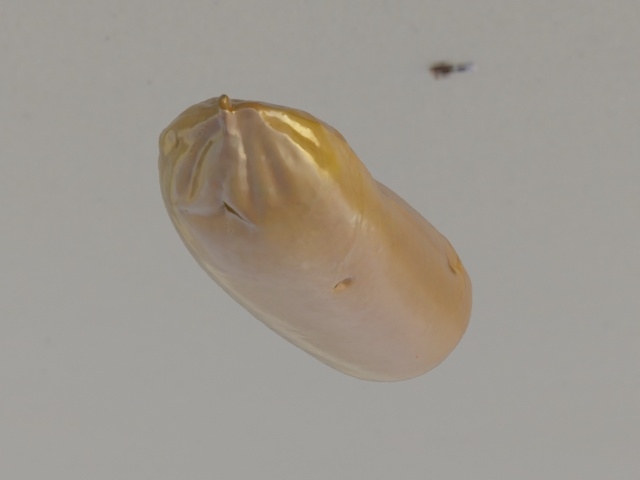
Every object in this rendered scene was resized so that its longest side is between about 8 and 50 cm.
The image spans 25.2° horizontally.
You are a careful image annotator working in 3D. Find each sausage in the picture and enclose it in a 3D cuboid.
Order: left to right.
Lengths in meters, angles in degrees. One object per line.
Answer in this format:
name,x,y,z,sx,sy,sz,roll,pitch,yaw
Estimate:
sausage,-0.002,0.005,0.887,0.134,0.116,0.354,13,168,26
